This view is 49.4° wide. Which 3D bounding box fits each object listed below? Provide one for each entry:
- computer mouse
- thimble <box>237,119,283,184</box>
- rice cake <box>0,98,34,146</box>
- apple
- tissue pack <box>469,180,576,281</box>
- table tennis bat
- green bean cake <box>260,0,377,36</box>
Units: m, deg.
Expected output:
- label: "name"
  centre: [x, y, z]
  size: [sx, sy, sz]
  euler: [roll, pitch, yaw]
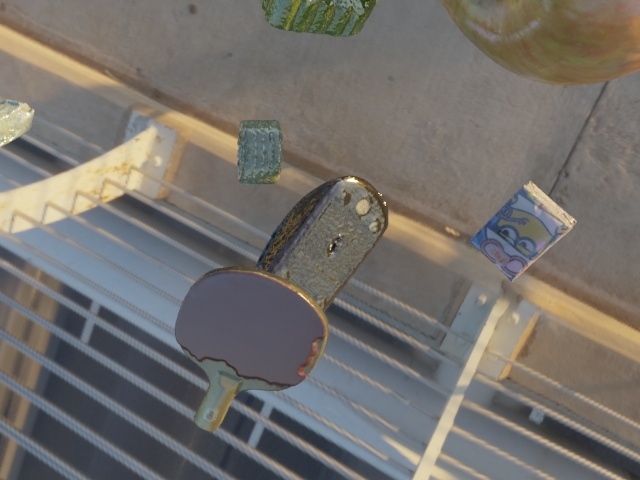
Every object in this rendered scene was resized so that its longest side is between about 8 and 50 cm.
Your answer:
- label: "computer mouse"
  centre: [0.000, 0.000, 1.275]
  size: [0.170, 0.100, 0.269]
  euler: [42, 82, -31]
- label: "thimble"
  centre: [-0.093, -0.130, 1.054]
  size: [0.062, 0.084, 0.110]
  euler: [-1, 139, -13]
- label: "rice cake"
  centre: [-0.393, -0.078, 0.678]
  size: [0.085, 0.226, 0.040]
  euler: [17, 135, 33]
- label: "apple"
  centre: [0.312, -0.376, 0.794]
  size: [0.347, 0.391, 0.391]
  euler: [-27, 88, -13]
- label: "tissue pack"
  centre: [0.370, -0.016, 1.283]
  size: [0.115, 0.065, 0.155]
  euler: [45, 121, 10]
- label: "table tennis bat"
  centre: [-0.075, 0.109, 0.636]
  size: [0.131, 0.022, 0.234]
  euler: [22, 132, -5]
- label: "green bean cake"
  centre: [-0.009, -0.562, 1.525]
  size: [0.125, 0.248, 0.222]
  euler: [123, 143, -56]
